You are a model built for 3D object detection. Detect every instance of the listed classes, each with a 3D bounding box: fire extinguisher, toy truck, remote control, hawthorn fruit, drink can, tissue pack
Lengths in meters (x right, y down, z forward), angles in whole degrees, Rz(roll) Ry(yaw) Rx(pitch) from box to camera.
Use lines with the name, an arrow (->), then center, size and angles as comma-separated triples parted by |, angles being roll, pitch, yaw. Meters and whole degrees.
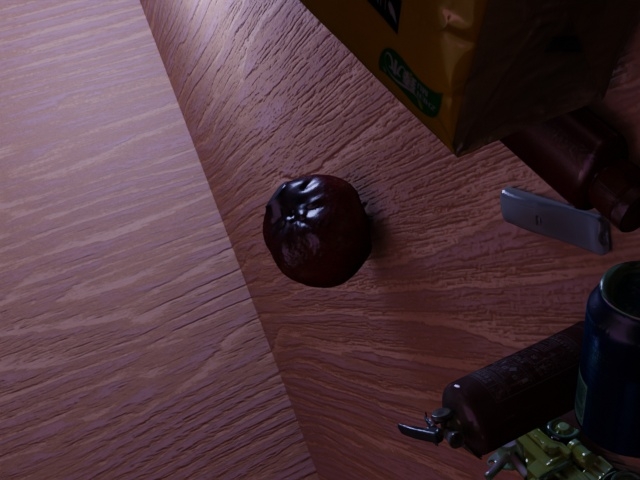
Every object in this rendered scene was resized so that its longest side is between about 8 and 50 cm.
fire extinguisher -> 0.232, 0.189, 0.922 | 0.104, 0.269, 0.104 | 55, 158, 36
toy truck -> 0.324, 0.335, 1.040 | 0.259, 0.135, 0.128 | 38, 145, 52
remote control -> 0.281, -0.025, 0.935 | 0.184, 0.027, 0.049 | 31, 139, 61
hawthorn fruit -> 0.000, 0.000, 1.511 | 0.230, 0.210, 0.266 | 45, 168, 38
drink can -> 0.336, 0.127, 0.801 | 0.118, 0.118, 0.204 | 48, 153, 48
tissue pack -> 0.118, -0.318, 0.741 | 0.382, 0.228, 0.293 | 52, 154, 31

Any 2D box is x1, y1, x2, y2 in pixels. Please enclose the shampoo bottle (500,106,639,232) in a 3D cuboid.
shampoo bottle -> 0.263, -0.111, 0.835 | 0.260, 0.064, 0.102 | 54, 153, 38

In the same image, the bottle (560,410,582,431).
bottle -> 0.358, 0.226, 0.949 | 0.140, 0.053, 0.053 | 17, 126, 67
